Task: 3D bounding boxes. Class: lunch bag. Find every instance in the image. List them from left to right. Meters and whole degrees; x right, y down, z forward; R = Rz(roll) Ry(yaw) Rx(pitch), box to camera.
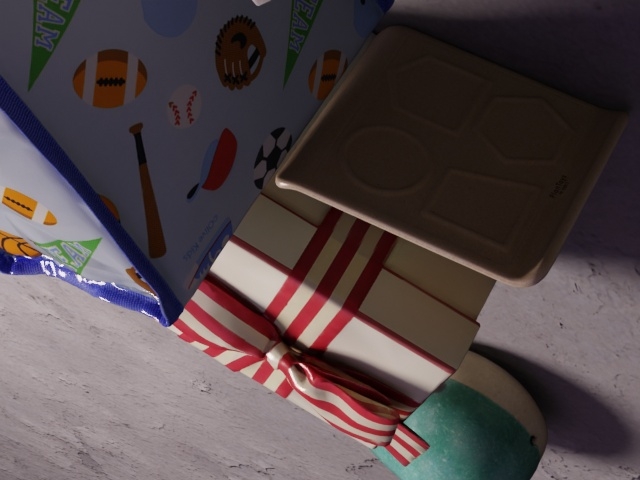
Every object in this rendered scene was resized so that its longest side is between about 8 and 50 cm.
[{"bbox_3d":[-0.172,-0.194,1.133,0.239,0.328,0.385,12,150,36],"label":"lunch bag"}]

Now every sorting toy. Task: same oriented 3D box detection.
[{"bbox_3d":[0.098,-0.062,1.232,0.208,0.193,0.038,21,140,15],"label":"sorting toy"}]

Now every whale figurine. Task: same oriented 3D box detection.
[{"bbox_3d":[0.095,0.193,1.735,0.272,0.141,0.216,10,147,36],"label":"whale figurine"}]

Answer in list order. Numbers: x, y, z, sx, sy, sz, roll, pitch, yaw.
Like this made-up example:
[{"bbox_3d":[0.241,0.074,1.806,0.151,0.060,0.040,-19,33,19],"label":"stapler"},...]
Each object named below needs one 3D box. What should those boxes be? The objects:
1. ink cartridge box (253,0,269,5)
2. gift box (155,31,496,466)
[{"bbox_3d":[0.008,-0.264,0.896,0.353,0.119,0.207,-20,130,23],"label":"ink cartridge box"},{"bbox_3d":[0.024,0.022,1.381,0.255,0.258,0.276,29,153,4],"label":"gift box"}]
